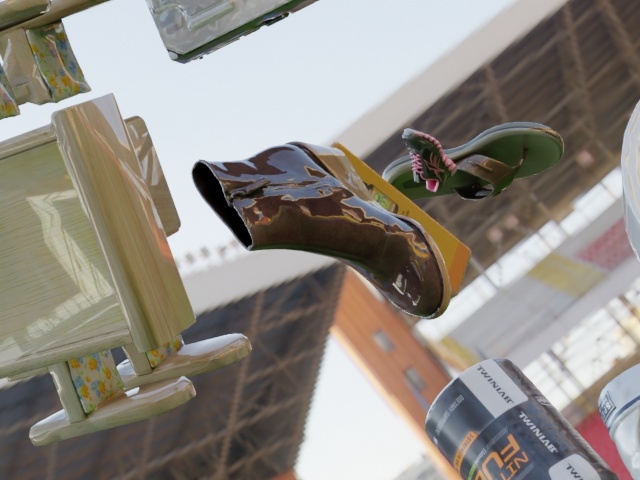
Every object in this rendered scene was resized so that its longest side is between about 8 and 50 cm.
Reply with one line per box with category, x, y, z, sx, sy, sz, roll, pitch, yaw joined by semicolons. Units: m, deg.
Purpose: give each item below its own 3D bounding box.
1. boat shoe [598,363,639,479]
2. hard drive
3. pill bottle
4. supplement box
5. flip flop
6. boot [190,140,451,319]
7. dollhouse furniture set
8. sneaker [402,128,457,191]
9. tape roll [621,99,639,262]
boat shoe;0.435;0.142;1.176;0.367;0.156;0.135;-17;-35;-1
hard drive;-0.132;-0.408;1.630;0.237;0.338;0.064;-23;-4;15
pill bottle;0.232;0.251;1.488;0.130;0.245;0.130;-25;-38;-22
supplement box;0.071;-0.014;1.680;0.080;0.233;0.078;-28;30;46
flip flop;0.228;-0.099;2.060;0.277;0.080;0.112;-13;-40;8
boot;0.000;0.000;1.425;0.207;0.248;0.090;-12;-35;-46
dollhouse furniture set;-0.186;-0.024;1.122;0.257;0.362;0.394;-16;8;22
sneaker;0.145;-0.109;1.935;0.057;0.047;0.119;-55;-47;-10
tape roll;0.431;-0.059;1.324;0.286;0.286;0.100;-38;-28;-6
